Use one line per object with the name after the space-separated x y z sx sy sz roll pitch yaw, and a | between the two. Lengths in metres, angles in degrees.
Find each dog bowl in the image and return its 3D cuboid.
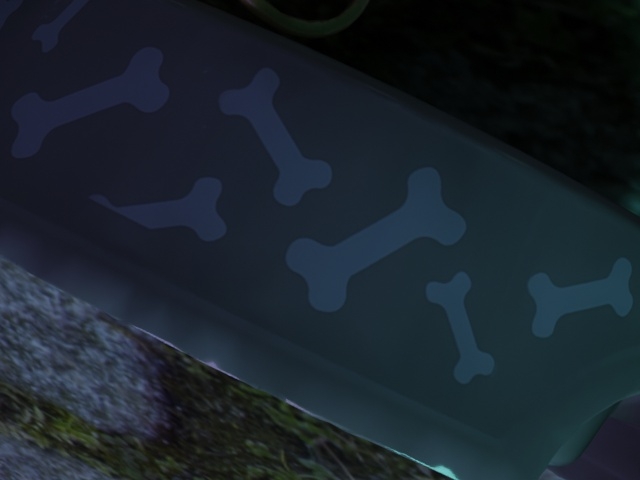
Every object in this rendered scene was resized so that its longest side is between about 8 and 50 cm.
0.000 0.000 0.645 0.348 0.102 0.349 25 179 1 | dog bowl

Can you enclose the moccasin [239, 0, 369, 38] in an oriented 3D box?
0.010 -0.157 0.508 0.380 0.147 0.139 -3 133 46 | moccasin
